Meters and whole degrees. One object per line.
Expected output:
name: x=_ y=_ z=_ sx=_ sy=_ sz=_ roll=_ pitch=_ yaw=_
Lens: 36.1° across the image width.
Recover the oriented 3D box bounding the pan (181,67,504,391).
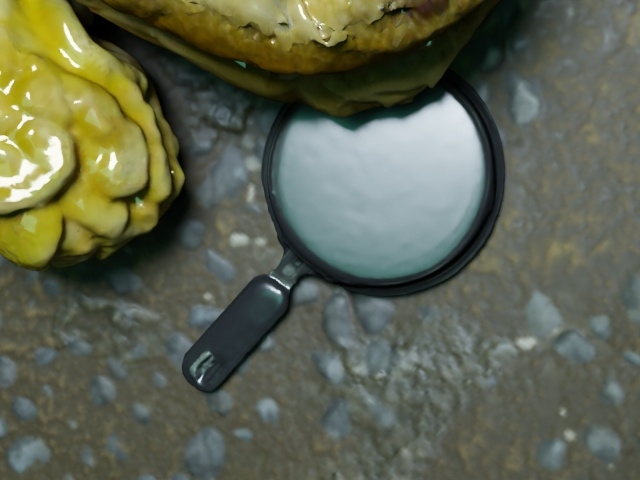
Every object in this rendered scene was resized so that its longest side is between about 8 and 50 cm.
pan: x=0.000 y=0.000 z=0.545 sx=0.136 sy=0.028 sz=0.235 roll=43 pitch=101 yaw=7

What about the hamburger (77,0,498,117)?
hamburger: x=-0.013 y=-0.222 z=0.453 sx=0.318 sy=0.158 sz=0.319 roll=0 pitch=91 yaw=-2

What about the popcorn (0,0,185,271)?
popcorn: x=-0.174 y=-0.071 z=0.524 sx=0.163 sy=0.140 sz=0.194 roll=-24 pitch=87 yaw=7
